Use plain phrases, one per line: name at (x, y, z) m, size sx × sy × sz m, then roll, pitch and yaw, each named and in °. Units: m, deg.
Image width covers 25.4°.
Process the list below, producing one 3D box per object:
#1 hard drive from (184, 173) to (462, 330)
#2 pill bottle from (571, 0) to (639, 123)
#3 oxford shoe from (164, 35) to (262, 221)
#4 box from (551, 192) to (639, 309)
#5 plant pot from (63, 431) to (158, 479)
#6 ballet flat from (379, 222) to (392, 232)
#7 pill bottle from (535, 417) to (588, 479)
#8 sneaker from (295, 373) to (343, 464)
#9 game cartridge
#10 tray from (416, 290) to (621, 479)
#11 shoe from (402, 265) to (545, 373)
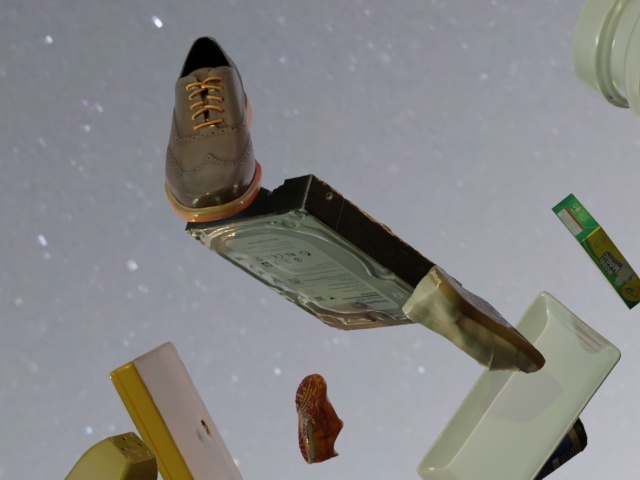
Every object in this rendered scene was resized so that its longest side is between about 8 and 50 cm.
hard drive at (0.007, 0.028, 1.990) m, size 0.339 × 0.237 × 0.064 m, roll 35°, pitch -121°, yaw -39°
pill bottle at (0.469, -0.187, 1.556) m, size 0.210 × 0.363 × 0.210 m, roll -19°, pitch -57°, yaw -33°
oxford shoe at (-0.154, -0.149, 1.872) m, size 0.130 × 0.364 × 0.133 m, roll -12°, pitch -57°, yaw 0°
box at (0.404, 0.023, 2.019) m, size 0.043 × 0.105 × 0.179 m, roll -40°, pitch -58°, yaw 8°
plant pot at (-0.245, 0.281, 1.726) m, size 0.081 × 0.081 × 0.083 m, roll -5°, pitch -49°, yaw -55°
ballet flat at (0.000, 0.000, 2.134) m, size 0.221 × 0.079 × 0.077 m, roll 8°, pitch -44°, yaw -1°
pill bottle at (0.268, 0.311, 2.059) m, size 0.219 × 0.123 × 0.123 m, roll -33°, pitch -38°, yaw -12°
sneaker at (0.000, 0.264, 2.152) m, size 0.067 × 0.064 × 0.175 m, roll -16°, pitch -47°, yaw -19°
game cartridge at (-0.197, 0.292, 2.051) m, size 0.052 × 0.285 × 0.323 m, roll -28°, pitch -1°, yaw 5°
tray at (0.231, 0.205, 1.644) m, size 0.030 × 0.145 × 0.270 m, roll 25°, pitch -78°, yaw -42°
shoe at (0.165, 0.096, 1.522) m, size 0.058 × 0.076 × 0.219 m, roll -48°, pitch -48°, yaw 7°
